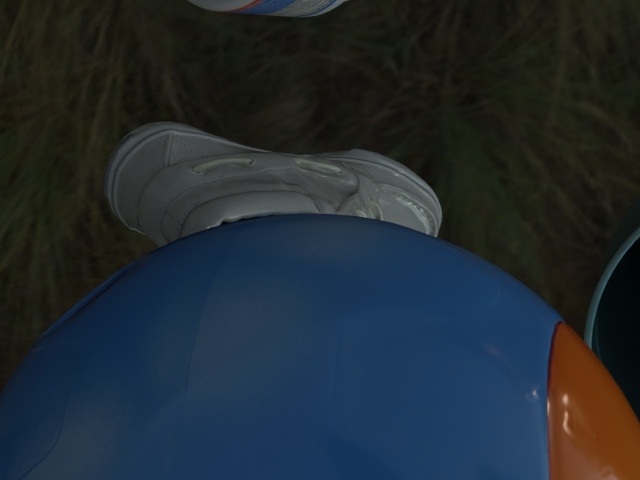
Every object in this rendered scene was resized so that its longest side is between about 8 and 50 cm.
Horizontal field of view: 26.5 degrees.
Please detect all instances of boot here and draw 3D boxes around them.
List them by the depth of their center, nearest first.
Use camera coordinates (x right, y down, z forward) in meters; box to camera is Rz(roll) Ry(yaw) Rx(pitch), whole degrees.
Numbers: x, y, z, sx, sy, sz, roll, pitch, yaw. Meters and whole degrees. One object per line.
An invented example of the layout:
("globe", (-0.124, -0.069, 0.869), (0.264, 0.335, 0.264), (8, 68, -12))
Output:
("boot", (0.000, 0.000, 0.827), (0.258, 0.123, 0.095), (7, 113, -39))

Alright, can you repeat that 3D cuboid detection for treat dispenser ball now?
("treat dispenser ball", (-0.003, 0.133, 0.550), (0.288, 0.288, 0.288), (1, 87, -19))

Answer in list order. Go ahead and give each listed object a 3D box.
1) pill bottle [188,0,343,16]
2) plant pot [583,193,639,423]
("pill bottle", (-0.034, -0.255, 1.166), (0.221, 0.124, 0.124), (-17, 94, -62))
("plant pot", (0.347, 0.040, 1.085), (0.271, 0.255, 0.272), (3, 109, 10))
